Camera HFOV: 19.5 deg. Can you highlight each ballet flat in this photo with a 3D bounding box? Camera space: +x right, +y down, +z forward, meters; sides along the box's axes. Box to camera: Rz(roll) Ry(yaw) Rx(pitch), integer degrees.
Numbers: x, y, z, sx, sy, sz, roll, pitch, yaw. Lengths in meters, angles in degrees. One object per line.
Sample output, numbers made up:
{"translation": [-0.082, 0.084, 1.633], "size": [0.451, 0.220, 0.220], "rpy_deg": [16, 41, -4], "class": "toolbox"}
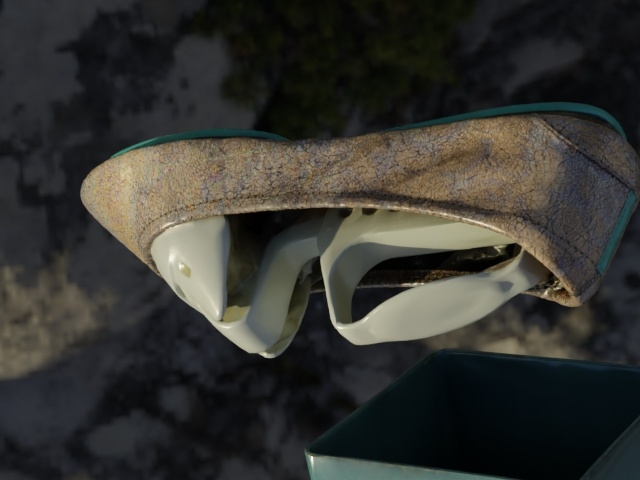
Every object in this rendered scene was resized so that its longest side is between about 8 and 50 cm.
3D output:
{"translation": [0.000, 0.000, 0.904], "size": [0.316, 0.106, 0.107], "rpy_deg": [-7, 149, 34], "class": "ballet flat"}

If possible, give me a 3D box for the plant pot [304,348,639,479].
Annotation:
{"translation": [0.115, 0.205, 1.081], "size": [0.166, 0.165, 0.234], "rpy_deg": [3, 110, 32], "class": "plant pot"}
